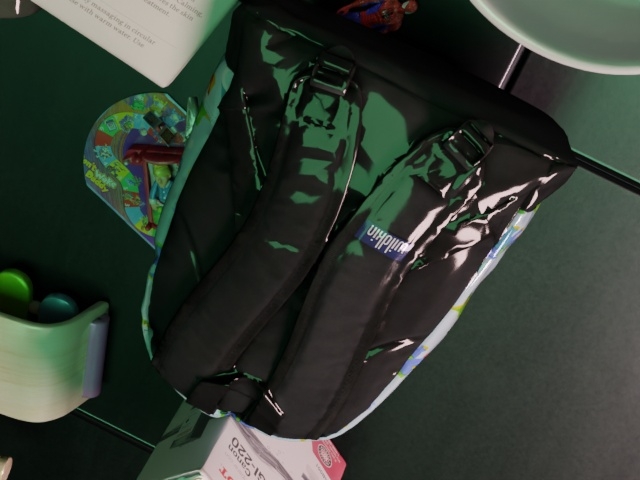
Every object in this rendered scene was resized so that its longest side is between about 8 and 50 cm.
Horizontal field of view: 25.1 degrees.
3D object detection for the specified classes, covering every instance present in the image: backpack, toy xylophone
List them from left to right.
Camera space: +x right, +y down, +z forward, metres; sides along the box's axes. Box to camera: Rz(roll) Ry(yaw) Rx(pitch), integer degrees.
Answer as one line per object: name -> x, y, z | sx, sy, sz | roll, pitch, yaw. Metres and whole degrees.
toy xylophone -> -0.377, 0.105, 1.436 | 0.322, 0.081, 0.236 | 24, 121, 4
backpack -> 0.000, 0.000, 1.189 | 0.290, 0.273, 0.356 | 23, 107, -5

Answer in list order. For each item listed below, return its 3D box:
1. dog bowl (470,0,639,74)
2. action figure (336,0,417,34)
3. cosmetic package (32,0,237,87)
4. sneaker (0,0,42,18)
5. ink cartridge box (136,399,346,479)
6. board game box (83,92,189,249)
dog bowl -> 0.212, -0.257, 1.016 | 0.265, 0.104, 0.265 | 19, 133, 22
action figure -> 0.027, -0.180, 1.197 | 0.115, 0.030, 0.038 | -16, 107, 21
cosmetic package -> -0.081, -0.317, 1.051 | 0.197, 0.155, 0.365 | 34, 118, -20
sneaker -> -0.364, -0.283, 1.228 | 0.270, 0.090, 0.145 | 10, 118, 8
ink cartridge box -> -0.072, 0.223, 1.325 | 0.092, 0.218, 0.159 | -25, 107, 26
board game box -> -0.146, -0.049, 1.314 | 0.168, 0.033, 0.133 | 45, 120, -8
